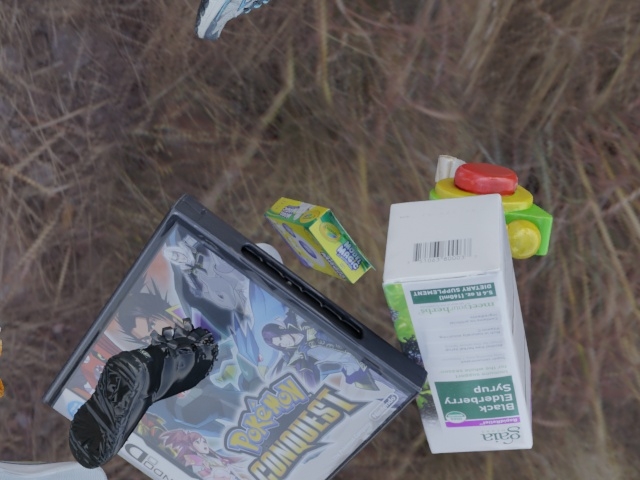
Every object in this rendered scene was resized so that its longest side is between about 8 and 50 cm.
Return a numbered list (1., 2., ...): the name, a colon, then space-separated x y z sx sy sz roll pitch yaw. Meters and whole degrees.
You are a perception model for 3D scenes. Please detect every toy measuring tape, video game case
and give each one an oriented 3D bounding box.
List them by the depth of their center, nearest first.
1. video game case: -0.085 0.128 0.924 0.248 0.035 0.275 37 124 -4
2. toy measuring tape: 0.158 -0.046 1.224 0.121 0.330 0.121 -5 109 -13

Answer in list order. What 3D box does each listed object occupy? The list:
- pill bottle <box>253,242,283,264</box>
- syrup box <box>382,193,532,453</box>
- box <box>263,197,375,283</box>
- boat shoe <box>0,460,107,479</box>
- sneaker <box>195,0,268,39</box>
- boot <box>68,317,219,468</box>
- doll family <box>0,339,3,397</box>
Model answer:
1. pill bottle: -0.149 0.051 1.542 0.112 0.187 0.112 5 84 -49
2. syrup box: 0.123 0.079 0.910 0.093 0.096 0.237 -5 133 14
3. box: 0.000 0.000 1.428 0.043 0.179 0.105 -45 113 -15
4. boat shoe: -0.397 0.315 1.276 0.302 0.094 0.109 12 73 -50
5. sneaker: -0.106 -0.397 1.644 0.122 0.110 0.283 21 141 -18
6. boot: -0.136 0.119 0.831 0.099 0.045 0.121 -18 143 -55
7. doll family: -0.362 0.082 0.966 0.118 0.163 0.263 -41 155 -25
